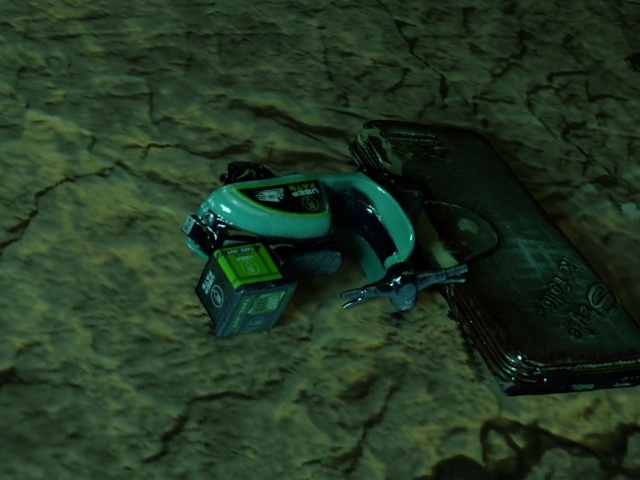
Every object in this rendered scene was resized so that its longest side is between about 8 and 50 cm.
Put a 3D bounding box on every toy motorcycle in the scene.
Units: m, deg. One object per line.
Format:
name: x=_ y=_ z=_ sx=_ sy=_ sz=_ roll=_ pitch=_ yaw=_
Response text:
toy motorcycle: x=0.000 y=0.000 z=1.014 sx=0.173 sy=0.058 sz=0.100 roll=-7 pitch=53 yaw=-36

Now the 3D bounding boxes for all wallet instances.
wallet: x=0.111 y=0.004 z=1.100 sx=0.122 sy=0.031 sz=0.232 roll=1 pitch=42 yaw=-35
